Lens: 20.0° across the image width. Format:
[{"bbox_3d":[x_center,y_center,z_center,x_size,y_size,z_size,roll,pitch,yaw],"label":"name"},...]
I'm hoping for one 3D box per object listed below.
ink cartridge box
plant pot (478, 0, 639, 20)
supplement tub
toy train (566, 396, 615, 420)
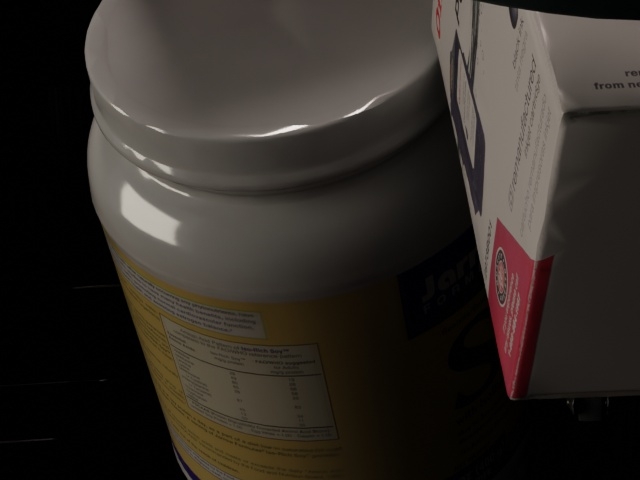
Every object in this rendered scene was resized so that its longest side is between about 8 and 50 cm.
[{"bbox_3d":[0.115,-0.078,0.777,0.172,0.100,0.237,93,172,-48],"label":"ink cartridge box"},{"bbox_3d":[0.057,-0.235,0.458,0.293,0.293,0.235,-99,24,-48],"label":"plant pot"},{"bbox_3d":[0.000,0.000,1.061,0.241,0.241,0.331,-99,-2,-47],"label":"supplement tub"},{"bbox_3d":[0.143,0.020,0.945,0.036,0.027,0.158,-80,-11,-65],"label":"toy train"}]
